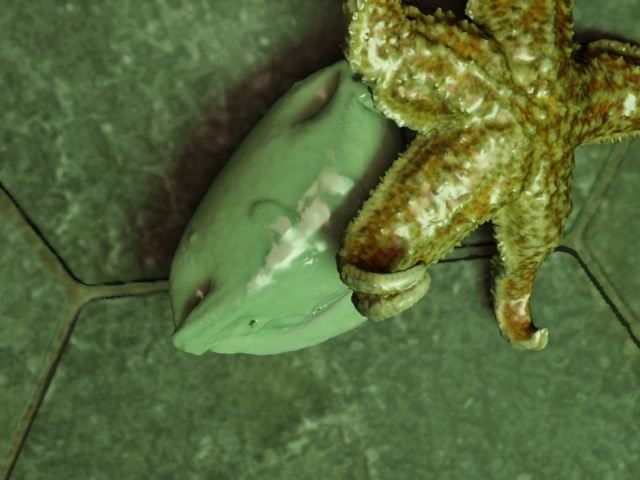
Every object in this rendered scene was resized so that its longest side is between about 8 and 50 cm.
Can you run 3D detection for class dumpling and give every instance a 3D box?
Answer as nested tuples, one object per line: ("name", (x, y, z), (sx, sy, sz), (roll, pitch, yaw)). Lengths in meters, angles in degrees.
("dumpling", (-0.001, -0.002, 1.045), (0.149, 0.105, 0.217), (39, 86, -10))

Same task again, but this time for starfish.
("starfish", (0.133, -0.070, 1.017), (0.303, 0.113, 0.312), (-10, 109, -27))
